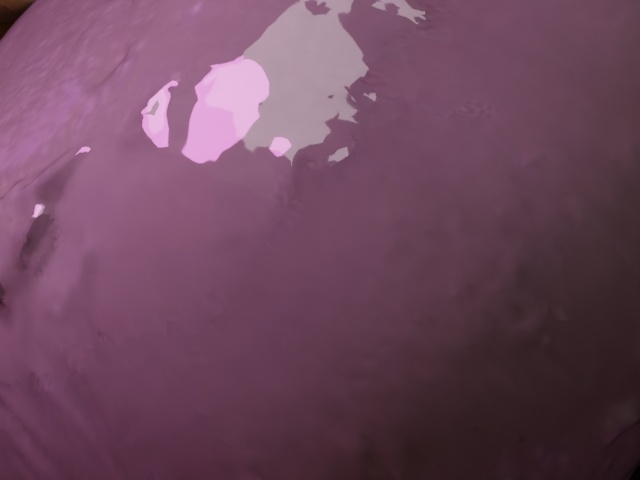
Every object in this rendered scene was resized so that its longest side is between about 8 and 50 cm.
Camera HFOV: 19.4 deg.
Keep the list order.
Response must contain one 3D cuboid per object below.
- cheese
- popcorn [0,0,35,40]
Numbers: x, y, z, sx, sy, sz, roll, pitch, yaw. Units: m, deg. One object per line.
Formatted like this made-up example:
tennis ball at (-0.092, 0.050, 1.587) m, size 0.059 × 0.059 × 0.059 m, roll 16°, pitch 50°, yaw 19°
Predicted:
cheese at (0.000, 0.000, 0.419) m, size 0.189 × 0.154 × 0.198 m, roll -19°, pitch 36°, yaw 56°
popcorn at (-0.090, -0.099, 0.618) m, size 0.185 × 0.167 × 0.187 m, roll -9°, pitch 31°, yaw 32°
